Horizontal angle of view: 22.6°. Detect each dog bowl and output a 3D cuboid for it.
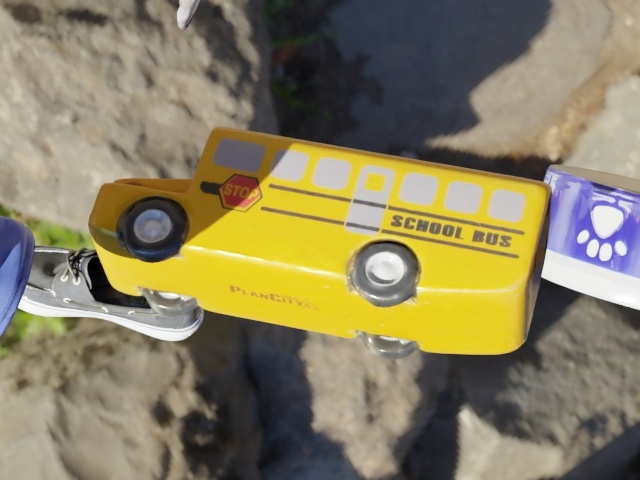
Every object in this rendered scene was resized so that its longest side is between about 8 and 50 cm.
[{"bbox_3d":[0.338,0.005,1.580,0.265,0.265,0.104,7,99,-36],"label":"dog bowl"}]

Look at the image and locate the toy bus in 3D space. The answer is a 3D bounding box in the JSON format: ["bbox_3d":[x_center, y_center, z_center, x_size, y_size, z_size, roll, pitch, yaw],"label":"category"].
[{"bbox_3d":[0.000,0.000,1.225,0.333,0.130,0.108,10,153,12],"label":"toy bus"}]

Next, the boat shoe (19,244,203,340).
[{"bbox_3d":[-0.231,0.043,1.652,0.228,0.080,0.076,18,147,6],"label":"boat shoe"}]

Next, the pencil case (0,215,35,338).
[{"bbox_3d":[-0.328,-0.030,1.013,0.306,0.133,0.119,34,117,-20],"label":"pencil case"}]

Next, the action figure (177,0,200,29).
[{"bbox_3d":[-0.214,-0.246,0.989,0.330,0.178,0.341,19,138,1],"label":"action figure"}]
